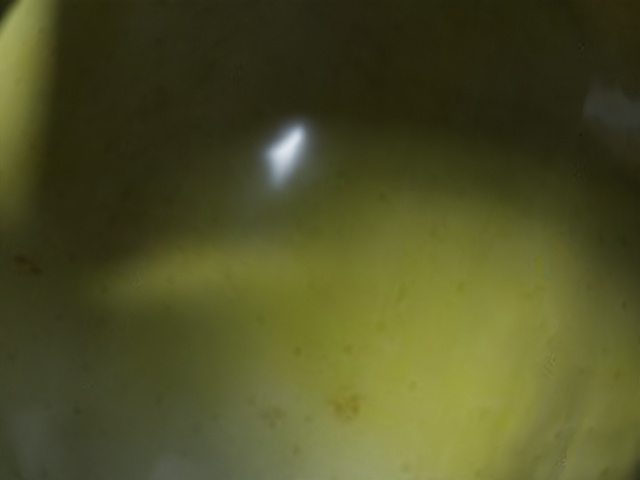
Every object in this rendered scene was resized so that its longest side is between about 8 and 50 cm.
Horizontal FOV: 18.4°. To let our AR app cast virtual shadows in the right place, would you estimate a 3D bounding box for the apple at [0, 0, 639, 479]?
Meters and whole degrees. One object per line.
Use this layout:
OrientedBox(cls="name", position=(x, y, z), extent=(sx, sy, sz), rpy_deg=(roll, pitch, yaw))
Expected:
OrientedBox(cls="apple", position=(0.000, 0.000, 0.607), extent=(0.262, 0.262, 0.262), rpy_deg=(27, -19, 10))
